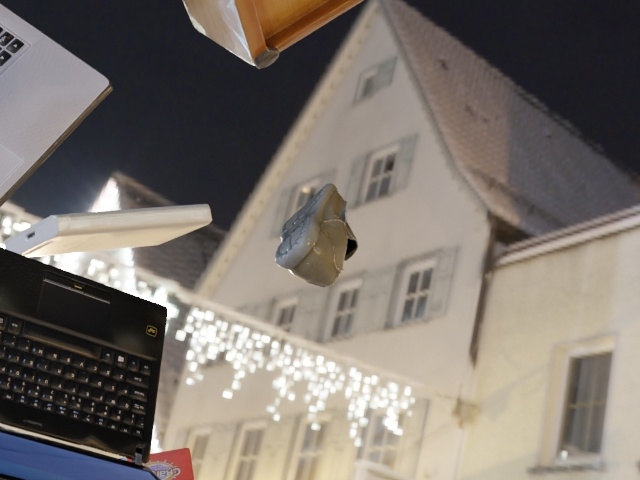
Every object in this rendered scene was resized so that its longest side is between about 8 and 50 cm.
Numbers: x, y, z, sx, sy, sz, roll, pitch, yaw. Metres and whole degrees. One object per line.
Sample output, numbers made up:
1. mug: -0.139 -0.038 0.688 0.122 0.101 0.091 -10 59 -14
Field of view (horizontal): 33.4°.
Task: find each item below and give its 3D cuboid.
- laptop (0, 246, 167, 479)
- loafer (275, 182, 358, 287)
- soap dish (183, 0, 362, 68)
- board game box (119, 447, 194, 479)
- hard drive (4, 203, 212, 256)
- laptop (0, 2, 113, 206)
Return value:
1. laptop: -0.216 0.111 0.903 0.234 0.264 0.136 24 -39 -29
2. loafer: 0.000 0.000 1.449 0.087 0.251 0.094 44 -68 -9
3. soap dish: -0.015 -0.269 0.839 0.229 0.118 0.291 -32 -13 -4
4. board game box: -0.271 0.400 1.316 0.242 0.064 0.316 -7 -51 -11
5. hard drive: -0.376 -0.016 1.905 0.307 0.040 0.203 -7 -8 -42
6. laptop: -0.473 -0.211 1.074 0.408 0.382 0.236 35 -30 1
